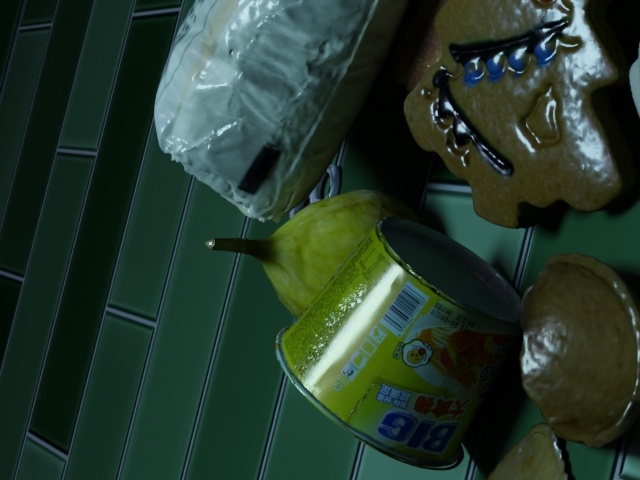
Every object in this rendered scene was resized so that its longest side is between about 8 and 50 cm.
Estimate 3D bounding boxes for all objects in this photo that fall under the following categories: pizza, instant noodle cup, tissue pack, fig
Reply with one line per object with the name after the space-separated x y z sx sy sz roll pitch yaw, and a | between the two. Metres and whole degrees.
0.168 -0.197 1.761 0.305 0.086 0.161 -19 74 55 | pizza
0.077 0.082 1.684 0.153 0.205 0.205 -59 28 19 | instant noodle cup
-0.018 -0.240 1.912 0.390 0.195 0.375 -61 6 28 | tissue pack
-0.007 0.022 1.825 0.159 0.257 0.159 -15 70 47 | fig

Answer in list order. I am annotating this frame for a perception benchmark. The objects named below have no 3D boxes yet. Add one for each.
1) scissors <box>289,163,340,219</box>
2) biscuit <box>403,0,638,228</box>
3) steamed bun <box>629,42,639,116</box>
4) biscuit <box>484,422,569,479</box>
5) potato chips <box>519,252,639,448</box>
0.000 0.000 2.100 0.100 0.015 0.189 -48 37 41 | scissors
0.172 -0.160 1.647 0.278 0.043 0.301 19 109 49 | biscuit
0.299 -0.127 1.425 0.183 0.106 0.182 -44 37 47 | steamed bun
0.156 0.300 1.599 0.237 0.013 0.232 -56 30 38 | biscuit
0.220 0.089 1.538 0.202 0.049 0.150 17 95 64 | potato chips
